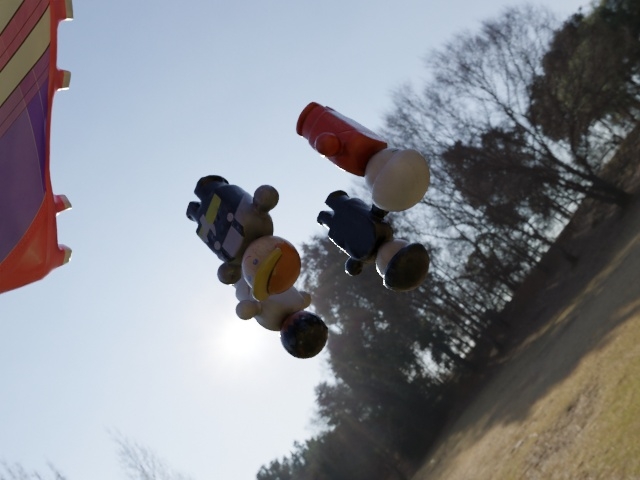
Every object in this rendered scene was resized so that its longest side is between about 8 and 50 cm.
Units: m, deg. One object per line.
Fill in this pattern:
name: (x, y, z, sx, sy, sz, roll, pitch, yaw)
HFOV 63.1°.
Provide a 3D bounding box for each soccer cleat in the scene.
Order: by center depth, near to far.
soccer cleat: (-0.196, -0.081, 0.285, 0.095, 0.083, 0.248, -20, -56, -49)

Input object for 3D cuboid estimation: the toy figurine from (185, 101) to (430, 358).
toy figurine: (0.000, 0.000, 0.510, 0.209, 0.148, 0.213, -37, -33, -19)
